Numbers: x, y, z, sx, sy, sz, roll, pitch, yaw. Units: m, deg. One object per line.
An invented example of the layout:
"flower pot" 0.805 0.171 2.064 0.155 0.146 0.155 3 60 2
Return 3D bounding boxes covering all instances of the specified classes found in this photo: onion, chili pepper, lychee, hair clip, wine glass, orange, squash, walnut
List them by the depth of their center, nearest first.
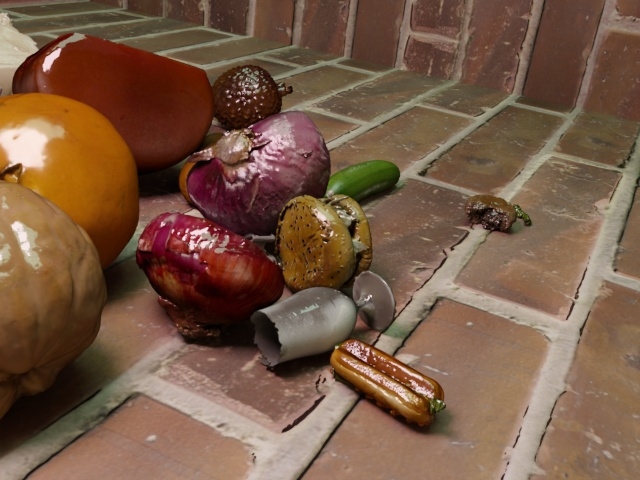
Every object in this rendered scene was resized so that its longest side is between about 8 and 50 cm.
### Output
"walnut" -0.410 0.072 0.824 0.296 0.285 0.285 -40 39 -6
"onion" -0.174 0.063 1.022 0.230 0.163 0.230 23 -11 5
"wine glass" 0.003 0.113 1.023 0.222 0.103 0.103 -13 33 -38
"orange" -0.434 -0.073 1.067 0.312 0.312 0.312 6 26 -3
"hair clip" -0.164 0.011 1.204 0.218 0.071 0.159 10 5 38
"onion" -0.081 -0.082 1.299 0.267 0.348 0.159 -30 70 7
"squash" 0.093 -0.135 1.565 0.082 0.082 0.292 24 31 31
"chili pepper" 0.461 -0.058 1.570 0.027 0.022 0.083 2 31 -13
"lychee" -0.192 -0.390 1.891 0.238 0.200 0.200 -11 28 -2

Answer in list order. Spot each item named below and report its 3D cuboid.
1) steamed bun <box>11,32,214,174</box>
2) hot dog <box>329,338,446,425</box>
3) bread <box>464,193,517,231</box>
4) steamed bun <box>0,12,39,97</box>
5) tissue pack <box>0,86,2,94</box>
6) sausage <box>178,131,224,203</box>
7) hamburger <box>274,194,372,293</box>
"steamed bun" -0.423 -0.256 1.420 0.379 0.248 0.235 7 -3 -37
"hot dog" 0.089 0.193 0.934 0.188 0.055 0.072 27 36 34
"bread" 0.375 -0.060 1.509 0.113 0.060 0.082 21 30 23
"steamed bun" -0.724 -0.351 1.589 0.272 0.290 0.273 16 45 5
"tissue pack" -0.751 -0.215 1.330 0.305 0.239 0.238 10 26 4
"sausage" -0.241 -0.160 1.505 0.105 0.105 0.274 7 27 0
"hamburger" 0.000 0.000 1.153 0.113 0.185 0.177 -4 43 -35
